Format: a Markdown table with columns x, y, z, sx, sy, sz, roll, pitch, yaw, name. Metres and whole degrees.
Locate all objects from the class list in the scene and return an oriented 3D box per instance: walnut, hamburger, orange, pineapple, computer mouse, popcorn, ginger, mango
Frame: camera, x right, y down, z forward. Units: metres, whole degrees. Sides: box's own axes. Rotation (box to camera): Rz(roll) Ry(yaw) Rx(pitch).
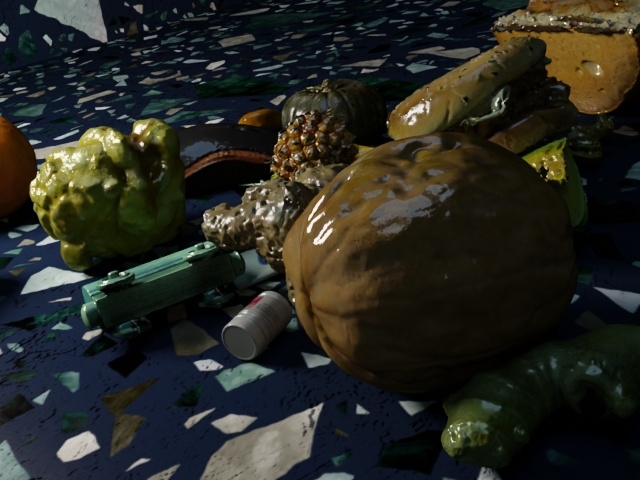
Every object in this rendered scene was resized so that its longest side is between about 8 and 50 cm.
| x | y | z | sx | sy | sz | roll | pitch | yaw | name |
| --- | --- | --- | --- | --- | --- | --- | --- | --- | --- |
| 0.137 | 0.021 | 0.972 | 0.344 | 0.306 | 0.306 | -8 | 25 | -15 | walnut |
| 0.296 | -0.229 | 1.456 | 0.277 | 0.195 | 0.318 | -28 | 7 | 37 | hamburger |
| 0.601 | -0.414 | 1.725 | 0.268 | 0.287 | 0.445 | -42 | 28 | -12 | hamburger |
| -0.725 | -0.147 | 1.676 | 0.284 | 0.226 | 0.284 | -7 | 19 | 2 | orange |
| 0.009 | -0.137 | 1.490 | 0.176 | 0.161 | 0.137 | -34 | 43 | -16 | pineapple |
| -0.225 | -0.179 | 1.703 | 0.323 | 0.116 | 0.183 | -15 | 31 | -14 | computer mouse |
| -0.354 | -0.082 | 1.401 | 0.250 | 0.241 | 0.235 | -29 | 35 | -30 | popcorn |
| 0.254 | 0.157 | 0.874 | 0.290 | 0.089 | 0.137 | -13 | 34 | -12 | ginger |
| -0.139 | -0.277 | 1.935 | 0.114 | 0.060 | 0.080 | -18 | 11 | -14 | mango |

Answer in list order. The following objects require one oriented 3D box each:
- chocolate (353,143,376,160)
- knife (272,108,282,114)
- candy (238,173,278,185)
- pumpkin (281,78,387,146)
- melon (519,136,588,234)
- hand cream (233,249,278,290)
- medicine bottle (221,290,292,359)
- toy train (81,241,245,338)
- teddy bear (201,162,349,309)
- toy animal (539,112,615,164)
| x | y | z | sx | sy | sz | roll | pitch | yaw | name |
| --- | --- | --- | --- | --- | --- | --- | --- | --- | --- |
| 0.025 | -0.162 | 1.621 | 0.219 | 0.085 | 0.085 | 1 | 27 | 19 | chocolate |
| -0.047 | -0.280 | 1.966 | 0.072 | 0.019 | 0.245 | -16 | 29 | -22 | knife |
| -0.114 | -0.114 | 1.631 | 0.123 | 0.035 | 0.035 | -2 | -19 | 35 | candy |
| 0.029 | -0.263 | 1.732 | 0.224 | 0.157 | 0.223 | -10 | 20 | 4 | pumpkin |
| 0.304 | -0.049 | 1.259 | 0.169 | 0.129 | 0.265 | -23 | 8 | 33 | melon |
| 0.000 | 0.000 | 1.344 | 0.321 | 0.067 | 0.109 | -24 | 29 | -12 | hand cream |
| -0.084 | 0.114 | 1.106 | 0.058 | 0.058 | 0.091 | 6 | 29 | 29 | medicine bottle |
| -0.239 | 0.068 | 1.230 | 0.248 | 0.101 | 0.159 | -20 | 12 | -22 | toy train |
| -0.007 | -0.030 | 1.219 | 0.267 | 0.156 | 0.256 | 34 | 30 | 18 | teddy bear |
| 0.483 | -0.181 | 1.521 | 0.136 | 0.073 | 0.181 | 3 | 24 | 8 | toy animal |
